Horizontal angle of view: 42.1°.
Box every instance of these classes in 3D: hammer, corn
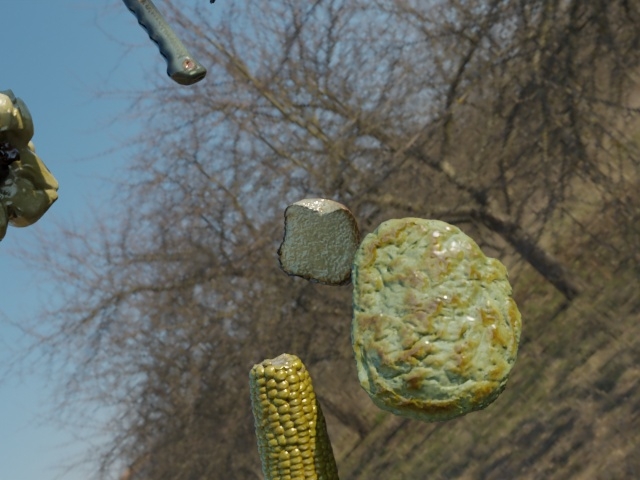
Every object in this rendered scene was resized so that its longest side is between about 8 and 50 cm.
[{"bbox_3d":[-0.218,-0.285,0.890,0.111,0.288,0.033,-34,-2,-21],"label":"hammer"},{"bbox_3d":[-0.026,0.300,1.066,0.101,0.310,0.101,-14,-3,-1],"label":"corn"}]

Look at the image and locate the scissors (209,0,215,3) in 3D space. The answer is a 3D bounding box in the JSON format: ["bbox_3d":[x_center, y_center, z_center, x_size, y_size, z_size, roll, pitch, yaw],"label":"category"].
[{"bbox_3d":[-0.119,-0.484,1.232,0.022,0.109,0.300,140,147,-73],"label":"scissors"}]

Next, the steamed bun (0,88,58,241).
[{"bbox_3d":[-0.384,-0.083,0.973,0.192,0.106,0.178,-51,-36,-54],"label":"steamed bun"}]

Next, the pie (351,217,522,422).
[{"bbox_3d":[0.137,0.095,1.004,0.090,0.201,0.248,81,-171,-71],"label":"pie"}]

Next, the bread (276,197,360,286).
[{"bbox_3d":[0.000,0.000,1.253,0.044,0.126,0.129,-62,-19,-65],"label":"bread"}]
